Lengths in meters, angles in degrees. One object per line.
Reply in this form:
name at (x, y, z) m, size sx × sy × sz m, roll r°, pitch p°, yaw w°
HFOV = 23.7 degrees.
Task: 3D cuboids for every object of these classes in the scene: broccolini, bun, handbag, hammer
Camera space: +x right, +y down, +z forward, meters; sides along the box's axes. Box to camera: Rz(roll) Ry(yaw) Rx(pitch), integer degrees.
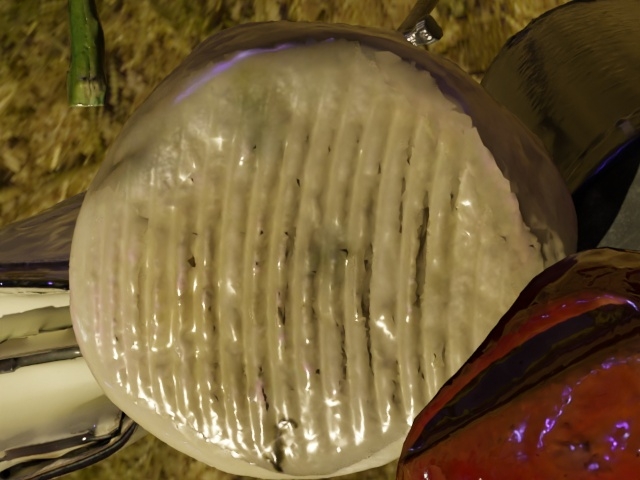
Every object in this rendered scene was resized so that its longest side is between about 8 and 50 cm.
broccolini at (-0.141, -0.213, 0.970) m, size 0.057 × 0.071 × 0.254 m, roll 2°, pitch 101°, yaw 31°
bun at (0.000, 0.000, 0.711) m, size 0.237 × 0.116 × 0.210 m, roll -8°, pitch 100°, yaw 10°
handbag at (-0.141, 0.050, 1.107) m, size 0.236 × 0.358 × 0.160 m, roll -11°, pitch 99°, yaw 26°
hammer at (0.069, -0.156, 0.999) m, size 0.062 × 0.182 × 0.017 m, roll -28°, pitch 107°, yaw 31°

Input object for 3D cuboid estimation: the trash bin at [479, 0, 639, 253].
trash bin at (0.197, -0.017, 0.864) m, size 0.252 × 0.301 × 0.203 m, roll 2°, pitch 109°, yaw -3°

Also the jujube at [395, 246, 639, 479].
jujube at (0.172, 0.151, 0.500) m, size 0.342 × 0.216 × 0.216 m, roll 48°, pitch 110°, yaw 15°
